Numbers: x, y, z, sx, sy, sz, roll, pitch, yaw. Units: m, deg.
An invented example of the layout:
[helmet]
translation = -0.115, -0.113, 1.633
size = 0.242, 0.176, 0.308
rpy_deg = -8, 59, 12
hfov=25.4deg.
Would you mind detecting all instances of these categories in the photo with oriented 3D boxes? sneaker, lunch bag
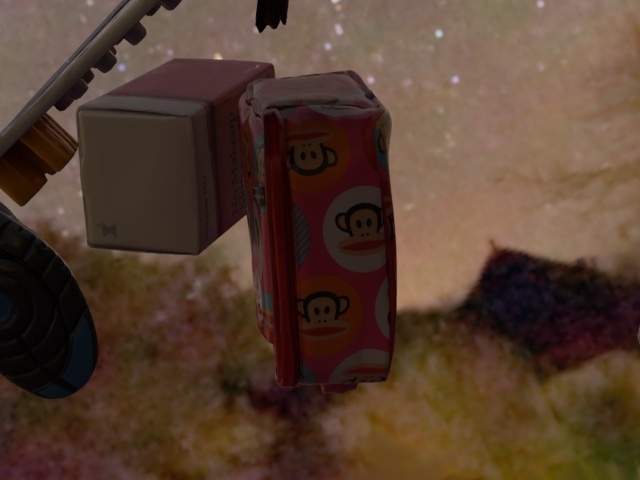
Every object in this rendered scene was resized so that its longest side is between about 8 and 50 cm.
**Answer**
[sneaker]
translation = -0.353, 0.017, 1.523
size = 0.125, 0.341, 0.139
rpy_deg = -35, 4, -6
[lunch bag]
translation = 0.000, 0.000, 1.179
size = 0.120, 0.258, 0.293
rpy_deg = -5, 14, -3

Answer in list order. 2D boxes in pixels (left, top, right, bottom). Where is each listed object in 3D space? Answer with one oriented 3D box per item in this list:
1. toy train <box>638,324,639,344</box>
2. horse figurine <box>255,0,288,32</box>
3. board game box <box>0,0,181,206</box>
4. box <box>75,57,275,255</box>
[toy train]
translation = 0.281, 0.103, 0.907
size = 0.125, 0.166, 0.046
rpy_deg = -30, 3, -17
[horse figurine]
translation = 0.056, -0.249, 1.075
size = 0.263, 0.066, 0.174
rpy_deg = -24, 27, 0
[board game box]
translation = -0.047, -0.227, 1.002
size = 0.390, 0.050, 0.390
rpy_deg = -34, 18, 42
[box]
translation = -0.140, -0.092, 1.466
size = 0.127, 0.148, 0.232
rpy_deg = 5, 21, 18
